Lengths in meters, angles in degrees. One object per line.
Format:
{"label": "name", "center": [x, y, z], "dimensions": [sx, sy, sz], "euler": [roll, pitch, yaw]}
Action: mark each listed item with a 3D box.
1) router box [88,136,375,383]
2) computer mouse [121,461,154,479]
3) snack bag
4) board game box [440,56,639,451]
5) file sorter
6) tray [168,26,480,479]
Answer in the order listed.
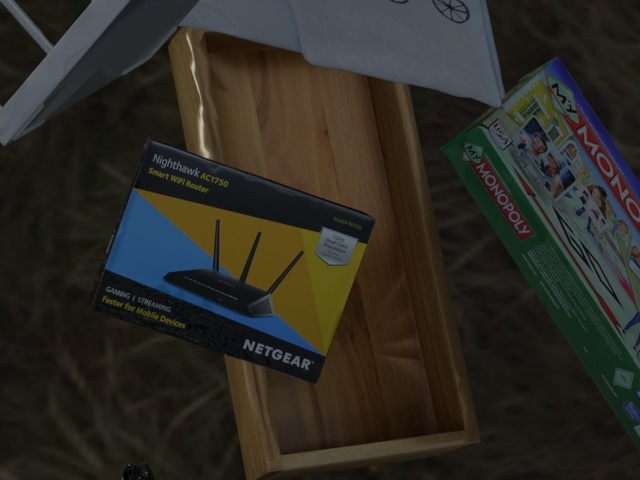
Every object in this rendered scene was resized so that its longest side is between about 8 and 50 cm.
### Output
{"label": "router box", "center": [-0.066, 0.015, 1.455], "dimensions": [0.179, 0.046, 0.133], "euler": [19, 94, -12]}
{"label": "computer mouse", "center": [-0.204, 0.326, 2.033], "dimensions": [0.042, 0.106, 0.193], "euler": [9, 98, -16]}
{"label": "snack bag", "center": [-0.035, -0.230, 1.500], "dimensions": [0.343, 0.323, 0.037], "euler": [16, 65, 21]}
{"label": "board game box", "center": [0.238, 0.013, 1.656], "dimensions": [0.046, 0.213, 0.317], "euler": [-31, 95, 31]}
{"label": "file sorter", "center": [-0.142, -0.236, 1.297], "dimensions": [0.173, 0.193, 0.278], "euler": [47, 124, 2]}
{"label": "tray", "center": [0.000, 0.000, 1.775], "dimensions": [0.076, 0.203, 0.410], "euler": [144, 118, -64]}
